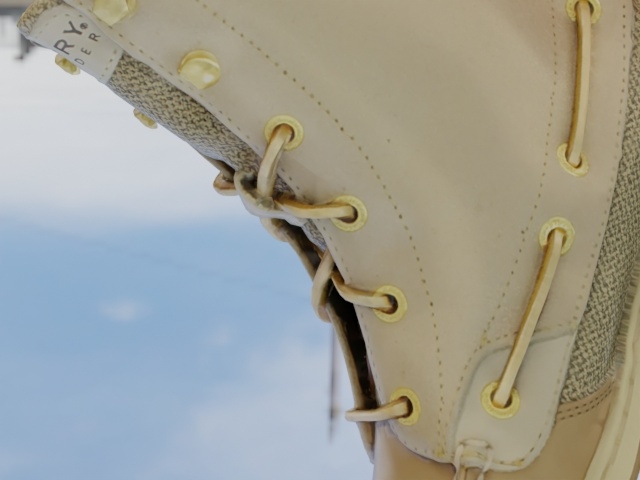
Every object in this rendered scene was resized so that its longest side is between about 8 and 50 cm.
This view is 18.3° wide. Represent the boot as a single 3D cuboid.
[{"bbox_3d":[0.000,0.000,0.554,0.203,0.262,0.095,29,165,-16],"label":"boot"}]
